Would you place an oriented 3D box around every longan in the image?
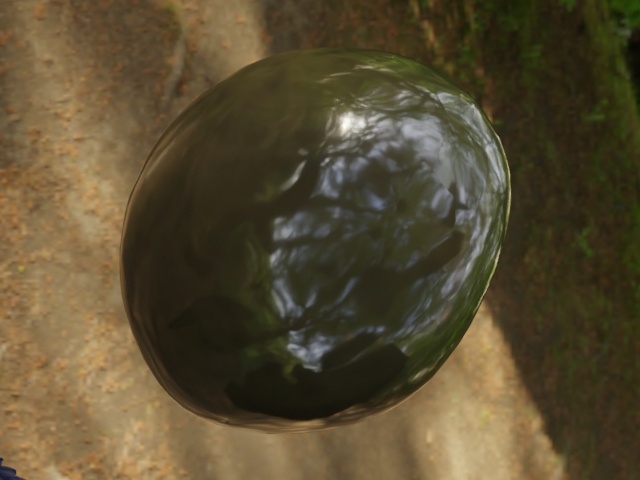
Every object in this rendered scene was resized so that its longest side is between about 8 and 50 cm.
[{"bbox_3d":[0.000,0.000,0.705,0.215,0.246,0.246,57,39,-6],"label":"longan"}]

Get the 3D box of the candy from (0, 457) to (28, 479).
[{"bbox_3d":[-0.253,0.175,0.489,0.331,0.187,0.077,-24,111,-35],"label":"candy"}]
